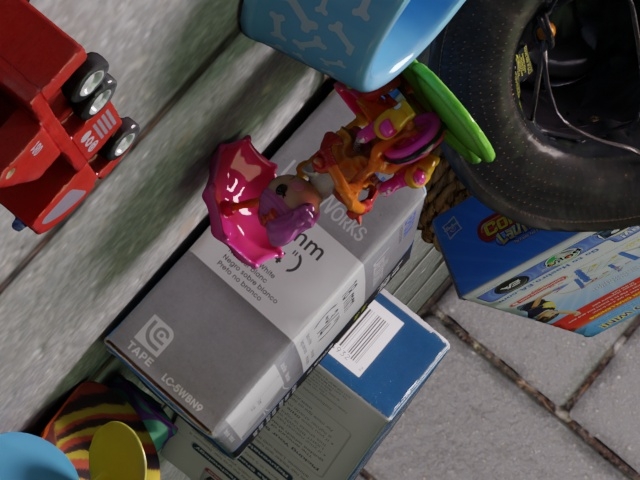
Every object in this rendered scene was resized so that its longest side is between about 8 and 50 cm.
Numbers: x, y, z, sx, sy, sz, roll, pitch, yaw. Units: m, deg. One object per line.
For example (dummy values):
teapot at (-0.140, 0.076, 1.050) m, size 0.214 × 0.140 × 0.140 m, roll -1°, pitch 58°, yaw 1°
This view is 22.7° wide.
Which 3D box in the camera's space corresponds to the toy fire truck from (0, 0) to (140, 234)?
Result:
toy fire truck at (-0.136, -0.024, 0.578) m, size 0.135 × 0.047 × 0.192 m, roll -49°, pitch 172°, yaw -8°

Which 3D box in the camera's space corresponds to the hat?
hat at (0.242, -0.165, 1.302) m, size 0.331 × 0.331 × 0.134 m, roll -53°, pitch -160°, yaw 19°

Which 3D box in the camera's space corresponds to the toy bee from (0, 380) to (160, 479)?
toy bee at (-0.179, 0.215, 1.003) m, size 0.298 × 0.162 × 0.195 m, roll -44°, pitch 171°, yaw -38°

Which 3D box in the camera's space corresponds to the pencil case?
pencil case at (-0.174, 0.174, 1.176) m, size 0.152 × 0.064 × 0.070 m, roll -50°, pitch 169°, yaw -7°

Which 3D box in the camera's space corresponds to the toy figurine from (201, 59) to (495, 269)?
toy figurine at (0.005, -0.043, 0.961) m, size 0.159 × 0.130 × 0.173 m, roll -39°, pitch -153°, yaw 0°

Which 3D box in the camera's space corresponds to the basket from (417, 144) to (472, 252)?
basket at (0.210, -0.077, 1.555) m, size 0.213 × 0.223 × 0.299 m, roll -46°, pitch 171°, yaw -29°

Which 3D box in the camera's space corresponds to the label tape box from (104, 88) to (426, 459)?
label tape box at (0.000, 0.000, 1.189) m, size 0.334 × 0.106 × 0.240 m, roll -49°, pitch 172°, yaw -8°

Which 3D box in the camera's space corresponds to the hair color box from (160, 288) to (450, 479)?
hair color box at (-0.025, 0.152, 1.480) m, size 0.105 × 0.174 × 0.347 m, roll -46°, pitch 171°, yaw -34°

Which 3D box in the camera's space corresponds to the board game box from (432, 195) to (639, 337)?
board game box at (0.311, -0.027, 1.516) m, size 0.308 × 0.086 × 0.302 m, roll -30°, pitch 156°, yaw 24°

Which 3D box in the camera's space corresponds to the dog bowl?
dog bowl at (0.077, -0.202, 0.828) m, size 0.297 × 0.074 × 0.166 m, roll -52°, pitch 172°, yaw 13°
